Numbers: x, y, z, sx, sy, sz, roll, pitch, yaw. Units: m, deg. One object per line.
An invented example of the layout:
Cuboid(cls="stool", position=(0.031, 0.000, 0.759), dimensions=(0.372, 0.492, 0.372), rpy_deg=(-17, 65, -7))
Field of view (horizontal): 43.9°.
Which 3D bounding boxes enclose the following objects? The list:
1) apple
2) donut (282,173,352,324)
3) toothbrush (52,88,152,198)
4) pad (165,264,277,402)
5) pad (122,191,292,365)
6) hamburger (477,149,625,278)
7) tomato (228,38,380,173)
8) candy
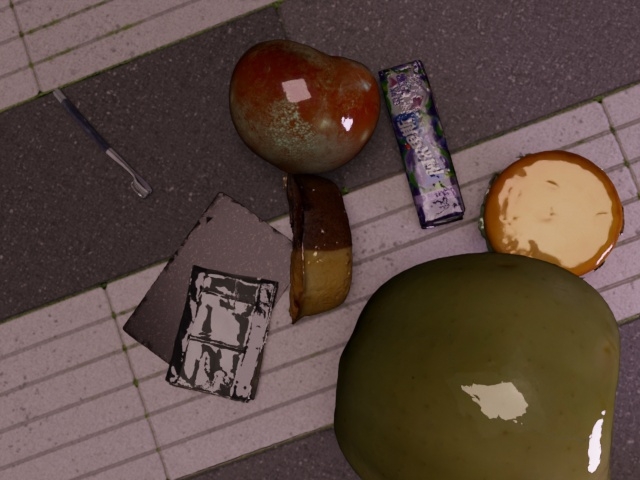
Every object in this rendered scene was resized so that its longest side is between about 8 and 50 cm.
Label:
Cuboid(cls="apple", position=(0.244, 0.240, 1.233), dimensions=(0.474, 0.473, 0.473), rpy_deg=(-1, 85, 6))
Cuboid(cls="donut", position=(0.000, 0.000, 1.428), dimensions=(0.112, 0.151, 0.294), rpy_deg=(-3, 85, -14))
Cuboid(cls="toothbrush", position=(-0.428, -0.191, 1.549), dimensions=(0.026, 0.024, 0.288), rpy_deg=(-45, 83, 15))
Cuboid(cls="pad", position=(-0.185, 0.174, 1.487), dimensions=(0.174, 0.022, 0.232), rpy_deg=(10, 85, 8))
Cuboid(cls="pad", position=(-0.199, 0.098, 1.507), dimensions=(0.220, 0.004, 0.330), rpy_deg=(36, 89, 8))
Cuboid(cls="hamburger", position=(0.397, -0.040, 1.379), dimensions=(0.246, 0.170, 0.245), rpy_deg=(0, 91, 17))
Cuboid(cls="tomato", position=(-0.035, -0.227, 1.391), dimensions=(0.270, 0.270, 0.222), rpy_deg=(15, 102, 7))
Cuboid(cls="candy", position=(0.188, -0.179, 1.466), dimensions=(0.088, 0.061, 0.312), rpy_deg=(-15, 83, 7))
